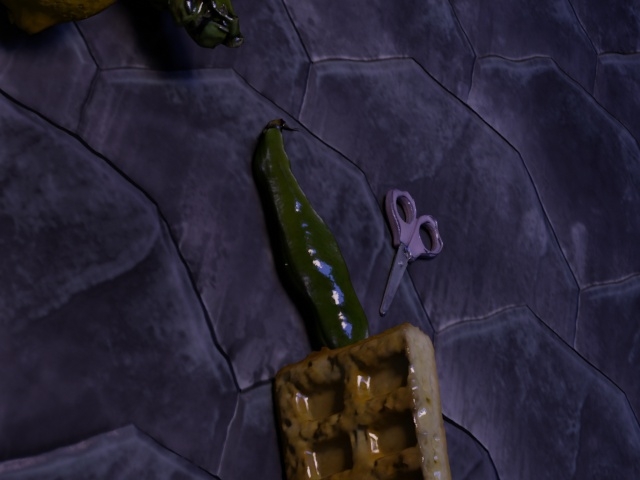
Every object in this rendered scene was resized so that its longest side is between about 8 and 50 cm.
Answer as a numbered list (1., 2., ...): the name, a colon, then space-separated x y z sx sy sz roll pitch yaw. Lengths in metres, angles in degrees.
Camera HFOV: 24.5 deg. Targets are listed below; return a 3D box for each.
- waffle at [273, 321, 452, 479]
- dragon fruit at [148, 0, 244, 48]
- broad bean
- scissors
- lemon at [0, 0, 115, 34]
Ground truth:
1. waffle: 0.044 0.224 1.385 0.057 0.168 0.274 24 49 -47
2. dragon fruit: -0.152 -0.336 1.518 0.200 0.198 0.269 66 0 -54
3. broad bean: -0.008 -0.002 1.574 0.098 0.056 0.318 12 55 -44
4. scissors: 0.094 0.020 1.710 0.100 0.015 0.189 45 40 -22
5. lemon: -0.248 -0.293 1.394 0.173 0.173 0.206 24 86 -38
